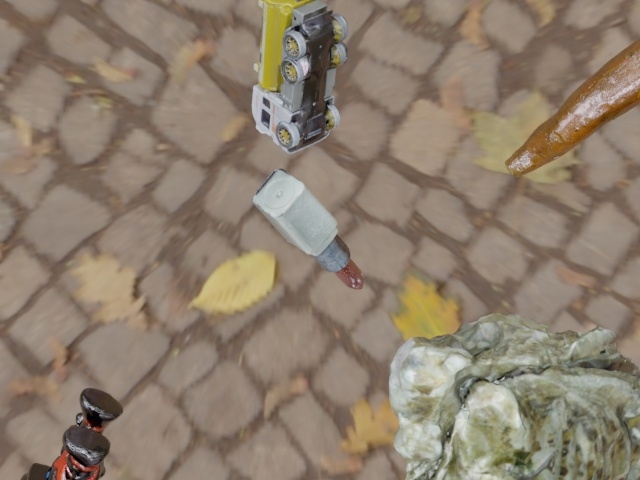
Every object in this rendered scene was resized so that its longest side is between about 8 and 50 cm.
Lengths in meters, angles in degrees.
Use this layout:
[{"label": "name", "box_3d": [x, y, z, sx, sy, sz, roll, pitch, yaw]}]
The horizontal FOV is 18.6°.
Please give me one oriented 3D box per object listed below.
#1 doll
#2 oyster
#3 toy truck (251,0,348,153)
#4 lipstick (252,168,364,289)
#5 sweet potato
[{"label": "doll", "box_3d": [-0.251, 0.244, 1.760, 0.088, 0.127, 0.249, 38, 125, 12]}, {"label": "oyster", "box_3d": [0.110, 0.132, 1.085, 0.112, 0.198, 0.268, 20, 130, 31]}, {"label": "toy truck", "box_3d": [-0.019, -0.130, 1.438, 0.052, 0.063, 0.123, -26, 138, -35]}, {"label": "lipstick", "box_3d": [0.000, 0.000, 1.083, 0.025, 0.107, 0.025, 34, 81, 40]}, {"label": "sweet potato", "box_3d": [0.284, -0.145, 1.896, 0.264, 0.057, 0.057, -36, 93, 18]}]
